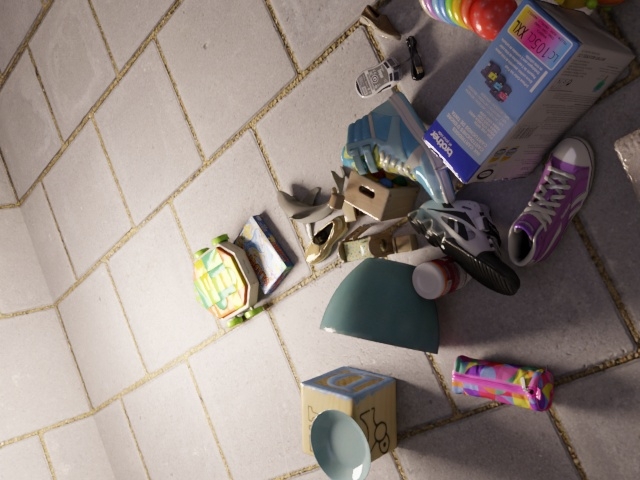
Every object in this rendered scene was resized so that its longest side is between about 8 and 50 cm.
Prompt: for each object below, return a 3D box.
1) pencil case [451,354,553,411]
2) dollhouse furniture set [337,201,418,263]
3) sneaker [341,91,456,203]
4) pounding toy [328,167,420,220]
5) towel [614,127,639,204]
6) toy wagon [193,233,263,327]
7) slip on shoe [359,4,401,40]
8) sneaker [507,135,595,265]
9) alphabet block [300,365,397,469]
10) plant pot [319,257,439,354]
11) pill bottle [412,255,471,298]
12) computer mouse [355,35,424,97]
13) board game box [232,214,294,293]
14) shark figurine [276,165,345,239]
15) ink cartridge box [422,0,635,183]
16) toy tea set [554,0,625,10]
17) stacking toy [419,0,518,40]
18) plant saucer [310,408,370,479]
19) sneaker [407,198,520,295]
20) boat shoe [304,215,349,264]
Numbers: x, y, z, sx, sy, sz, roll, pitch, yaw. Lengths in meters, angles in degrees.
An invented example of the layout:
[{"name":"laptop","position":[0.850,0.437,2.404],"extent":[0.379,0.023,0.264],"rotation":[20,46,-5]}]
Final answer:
[{"name":"pencil case","position":[0.411,0.322,1.604],"extent":[0.236,0.104,0.105],"rotation":[1,98,43]},{"name":"dollhouse furniture set","position":[0.132,-0.036,1.790],"extent":[0.181,0.101,0.161],"rotation":[-11,90,43]},{"name":"sneaker","position":[0.170,-0.178,1.644],"extent":[0.208,0.127,0.319],"rotation":[-28,58,6]},{"name":"pounding toy","position":[0.107,-0.128,1.725],"extent":[0.181,0.206,0.094],"rotation":[33,118,34]},{"name":"towel","position":[0.683,-0.101,1.313],"extent":[0.187,0.049,0.282],"rotation":[-30,77,41]},{"name":"toy wagon","position":[-0.318,0.145,2.235],"extent":[0.344,0.068,0.267],"rotation":[-31,83,46]},{"name":"slip on shoe","position":[0.150,-0.531,1.722],"extent":[0.135,0.051,0.041],"rotation":[47,128,36]},{"name":"sneaker","position":[0.465,-0.071,1.438],"extent":[0.102,0.161,0.282],"rotation":[26,115,32]},{"name":"alphabet block","position":[0.077,0.465,1.874],"extent":[0.193,0.192,0.197],"rotation":[6,101,43]},{"name":"plant pot","position":[0.158,0.150,1.708],"extent":[0.290,0.290,0.196],"rotation":[6,81,41]},{"name":"pill bottle","position":[0.288,0.081,1.635],"extent":[0.086,0.152,0.086],"rotation":[9,103,41]},{"name":"computer mouse","position":[0.168,-0.413,1.733],"extent":[0.193,0.042,0.106],"rotation":[-21,88,37]},{"name":"board game box","position":[-0.176,0.042,2.129],"extent":[0.201,0.035,0.136],"rotation":[54,128,21]},{"name":"shark figurine","position":[-0.028,-0.089,1.922],"extent":[0.278,0.116,0.166],"rotation":[-18,87,45]},{"name":"ink cartridge box","position":[0.389,-0.259,1.401],"extent":[0.151,0.270,0.395],"rotation":[51,127,25]},{"name":"toy tea set","position":[0.457,-0.520,1.380],"extent":[0.336,0.200,0.124],"rotation":[51,164,41]},{"name":"stacking toy","position":[0.303,-0.476,1.421],"extent":[0.330,0.141,0.141],"rotation":[-105,32,-58]},{"name":"plant saucer","position":[0.058,0.507,1.746],"extent":[0.194,0.037,0.195],"rotation":[9,103,41]},{"name":"sneaker","position":[0.342,-0.014,1.556],"extent":[0.146,0.122,0.330],"rotation":[-39,47,-5]},{"name":"boat shoe","position":[0.000,0.000,1.936],"extent":[0.068,0.072,0.190],"rotation":[53,128,22]}]
